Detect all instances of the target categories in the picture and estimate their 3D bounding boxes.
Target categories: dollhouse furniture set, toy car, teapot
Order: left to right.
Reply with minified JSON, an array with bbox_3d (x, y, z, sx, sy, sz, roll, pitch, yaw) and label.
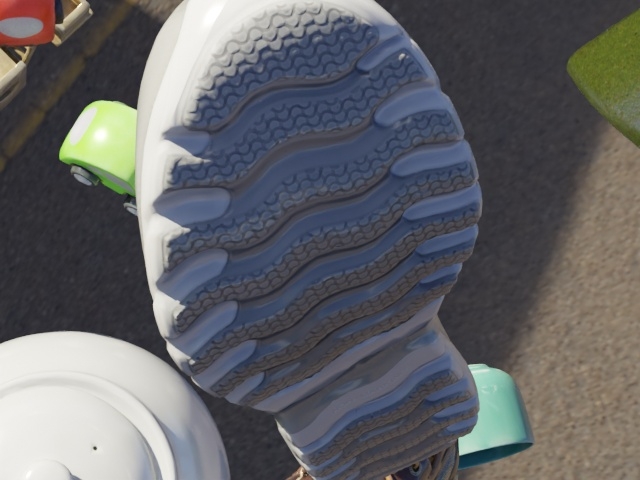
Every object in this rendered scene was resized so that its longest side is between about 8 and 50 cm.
[{"bbox_3d":[-0.370,-0.258,1.337,0.182,0.101,0.161,45,76,-6],"label":"dollhouse furniture set"},{"bbox_3d":[-0.180,-0.091,0.832,0.225,0.053,0.239,29,74,-8],"label":"toy car"},{"bbox_3d":[-0.170,0.173,0.828,0.256,0.187,0.253,-26,81,-14],"label":"teapot"}]

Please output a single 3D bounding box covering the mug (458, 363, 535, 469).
[{"bbox_3d":[0.155,0.193,1.352,0.157,0.129,0.097,12,59,-51],"label":"mug"}]

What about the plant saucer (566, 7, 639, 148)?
[{"bbox_3d":[0.222,-0.045,0.488,0.188,0.188,0.045,35,52,-17],"label":"plant saucer"}]

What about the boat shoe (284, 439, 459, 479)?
[{"bbox_3d":[0.037,0.207,1.086,0.123,0.123,0.342,25,18,29],"label":"boat shoe"}]

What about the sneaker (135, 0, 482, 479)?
[{"bbox_3d":[-0.013,-0.003,0.434,0.105,0.281,0.115,-25,60,-7],"label":"sneaker"}]
